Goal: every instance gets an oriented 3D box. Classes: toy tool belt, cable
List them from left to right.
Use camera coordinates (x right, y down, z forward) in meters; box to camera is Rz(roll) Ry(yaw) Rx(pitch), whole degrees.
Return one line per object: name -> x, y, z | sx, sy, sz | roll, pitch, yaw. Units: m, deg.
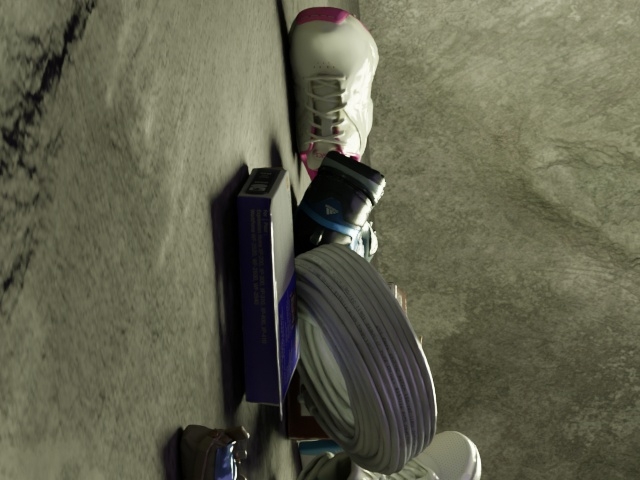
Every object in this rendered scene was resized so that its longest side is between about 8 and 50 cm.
toy tool belt -> -0.077, 0.178, 1.199 | 0.052, 0.051, 0.083 | -78, 166, -68
cable -> 0.038, 0.129, 1.706 | 0.257, 0.089, 0.257 | 51, -22, 41

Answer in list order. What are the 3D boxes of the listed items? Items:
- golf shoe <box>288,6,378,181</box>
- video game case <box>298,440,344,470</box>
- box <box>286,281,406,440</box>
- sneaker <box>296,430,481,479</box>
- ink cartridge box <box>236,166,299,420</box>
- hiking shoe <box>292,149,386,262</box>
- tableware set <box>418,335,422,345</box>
golf shoe -> 0.017, -0.174, 2.036 | 0.306, 0.115, 0.140 | 78, 15, -58
video game case -> 0.039, 0.306, 2.046 | 0.166, 0.119, 0.015 | 82, 5, -49
box -> 0.042, 0.155, 2.044 | 0.381, 0.143, 0.191 | 40, 49, -85
sneaker -> 0.074, 0.289, 1.833 | 0.292, 0.108, 0.169 | -38, 140, -25
ink cartridge box -> -0.053, 0.047, 1.537 | 0.208, 0.045, 0.206 | -77, 165, -77
hiking shoe -> 0.000, 0.000, 1.987 | 0.132, 0.113, 0.304 | -57, 168, -21
tableware set -> 0.128, 0.213, 2.132 | 0.168, 0.020, 0.141 | 75, 17, -70
